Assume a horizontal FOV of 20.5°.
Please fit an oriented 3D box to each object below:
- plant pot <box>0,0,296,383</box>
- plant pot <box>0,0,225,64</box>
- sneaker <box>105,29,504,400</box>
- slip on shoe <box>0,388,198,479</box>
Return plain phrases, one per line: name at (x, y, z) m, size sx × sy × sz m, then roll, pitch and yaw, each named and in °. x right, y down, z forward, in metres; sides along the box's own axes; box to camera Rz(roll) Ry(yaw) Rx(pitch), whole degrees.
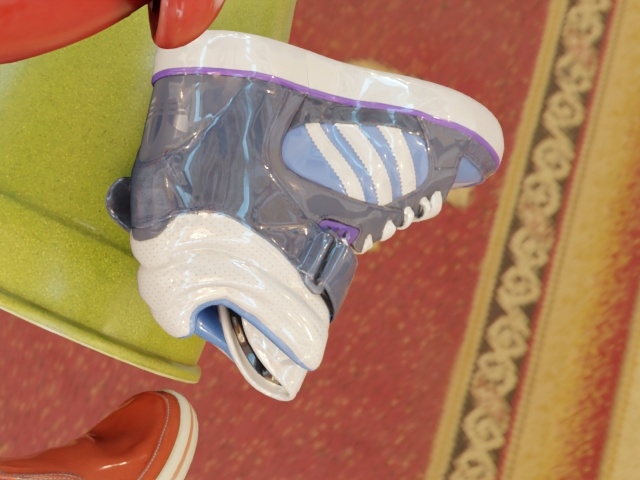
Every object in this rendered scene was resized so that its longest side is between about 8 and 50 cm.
plant pot at (-0.181, -0.126, 1.387) m, size 0.366 × 0.366 × 0.353 m, roll 27°, pitch 89°, yaw -5°
plant pot at (-0.118, -0.152, 0.627) m, size 0.174 × 0.191 × 0.191 m, roll -1°, pitch 72°, yaw -10°
sneaker at (0.000, 0.000, 1.246) m, size 0.322 × 0.130 × 0.236 m, roll 14°, pitch 75°, yaw -43°
slip on shoe at (-0.198, 0.186, 1.201) m, size 0.331 × 0.123 × 0.101 m, roll -39°, pitch 106°, yaw -45°
